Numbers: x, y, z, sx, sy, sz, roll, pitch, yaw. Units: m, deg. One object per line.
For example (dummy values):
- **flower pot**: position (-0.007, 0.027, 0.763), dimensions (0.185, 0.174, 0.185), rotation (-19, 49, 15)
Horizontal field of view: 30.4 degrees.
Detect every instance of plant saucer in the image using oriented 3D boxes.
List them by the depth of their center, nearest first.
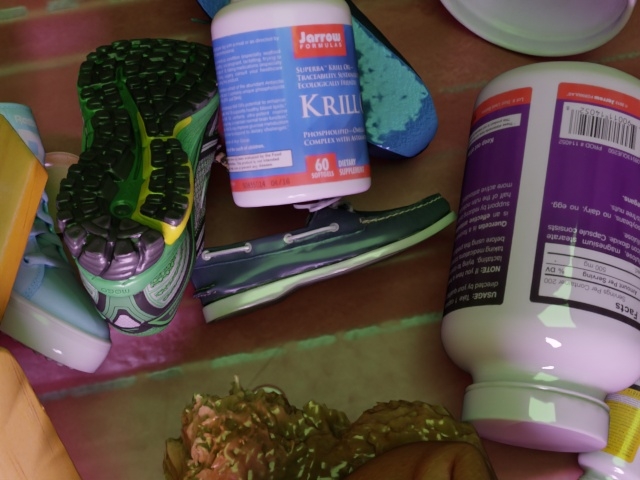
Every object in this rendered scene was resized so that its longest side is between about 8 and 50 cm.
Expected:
- **plant saucer**: position (-0.253, -0.044, 1.131), dimensions (0.084, 0.015, 0.083), rotation (1, 71, -2)

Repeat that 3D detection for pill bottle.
- **pill bottle**: position (-0.029, -0.145, 1.017), dimensions (0.124, 0.124, 0.221), rotation (-8, 95, -6)
- **pill bottle**: position (0.208, 0.016, 1.048), dimensions (0.182, 0.181, 0.322), rotation (11, 72, 1)
- **pill bottle**: position (0.270, 0.184, 1.056), dimensions (0.065, 0.065, 0.116), rotation (27, 72, 6)

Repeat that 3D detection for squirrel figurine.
- **squirrel figurine**: position (-0.022, 0.289, 0.904), dimensions (0.371, 0.281, 0.397), rotation (-22, 30, 5)

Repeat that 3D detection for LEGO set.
- **LEGO set**: position (-0.128, -0.070, 1.142), dimensions (0.083, 0.023, 0.054), rotation (-40, 78, -14)

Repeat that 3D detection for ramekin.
- **ramekin**: position (0.215, -0.287, 1.143), dimensions (0.207, 0.207, 0.109), rotation (22, 62, 5)

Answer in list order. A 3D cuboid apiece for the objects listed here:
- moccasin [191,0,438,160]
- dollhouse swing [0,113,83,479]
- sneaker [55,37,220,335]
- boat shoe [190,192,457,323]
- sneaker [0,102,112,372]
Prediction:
- **moccasin**: position (-0.028, -0.198, 1.146), dimensions (0.138, 0.117, 0.342), rotation (-37, 82, -1)
- **dollhouse swing**: position (-0.357, 0.107, 0.956), dimensions (0.347, 0.315, 0.305), rotation (3, 48, 15)
- **sneaker**: position (-0.159, -0.063, 1.055), dimensions (0.134, 0.146, 0.343), rotation (5, 45, 3)
- **boat shoe**: position (0.000, 0.000, 1.092), dimensions (0.255, 0.095, 0.079), rotation (-21, 85, 0)
- **sneaker**: position (-0.296, -0.045, 1.052), dimensions (0.366, 0.135, 0.150), rotation (44, 95, 11)
